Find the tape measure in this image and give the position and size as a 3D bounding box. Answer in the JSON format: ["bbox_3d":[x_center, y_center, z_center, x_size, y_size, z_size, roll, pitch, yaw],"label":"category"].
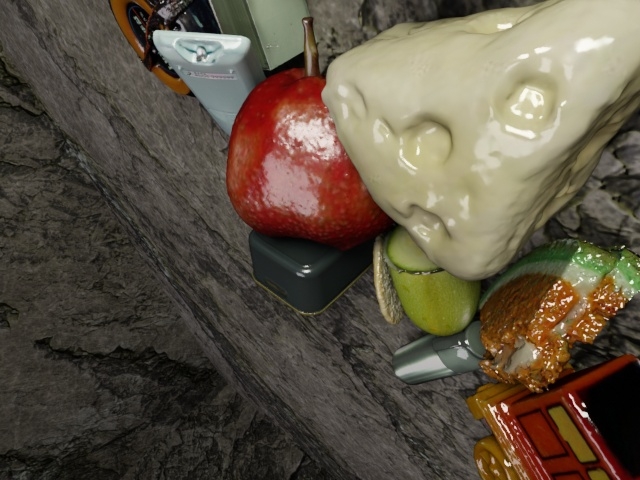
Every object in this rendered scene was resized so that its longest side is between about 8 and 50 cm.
[{"bbox_3d":[-0.197,-0.312,0.618,0.223,0.135,0.202,18,149,47],"label":"tape measure"}]

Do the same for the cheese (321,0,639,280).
[{"bbox_3d":[0.156,-0.077,0.378,0.251,0.173,0.248,3,127,46],"label":"cheese"}]

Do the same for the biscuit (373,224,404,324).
[{"bbox_3d":[0.103,0.048,0.633,0.020,0.152,0.152,-6,125,25],"label":"biscuit"}]

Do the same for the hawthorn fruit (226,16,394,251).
[{"bbox_3d":[-0.005,-0.115,0.516,0.230,0.210,0.266,22,138,27],"label":"hawthorn fruit"}]

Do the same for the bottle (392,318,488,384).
[{"bbox_3d":[0.196,0.192,0.733,0.096,0.079,0.253,6,155,-14],"label":"bottle"}]

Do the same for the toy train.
[{"bbox_3d":[0.320,0.281,0.493,0.231,0.163,0.369,104,145,-57],"label":"toy train"}]

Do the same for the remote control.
[{"bbox_3d":[-0.117,-0.188,0.582,0.103,0.051,0.293,5,175,3],"label":"remote control"}]

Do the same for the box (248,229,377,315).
[{"bbox_3d":[0.000,0.000,0.656,0.144,0.201,0.090,31,143,31],"label":"box"}]

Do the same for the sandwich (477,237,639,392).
[{"bbox_3d":[0.234,0.081,0.489,0.079,0.159,0.235,38,170,8],"label":"sandwich"}]

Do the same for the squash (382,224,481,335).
[{"bbox_3d":[0.161,0.062,0.590,0.123,0.123,0.186,19,142,42],"label":"squash"}]

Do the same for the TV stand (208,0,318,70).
[{"bbox_3d":[-0.094,-0.339,0.480,0.083,0.088,0.269,22,143,42],"label":"TV stand"}]

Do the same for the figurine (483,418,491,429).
[{"bbox_3d":[0.307,0.289,0.722,0.083,0.071,0.067,45,-166,23],"label":"figurine"}]
